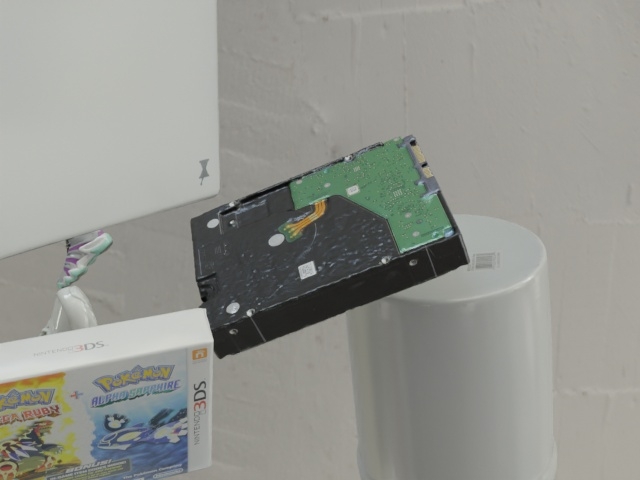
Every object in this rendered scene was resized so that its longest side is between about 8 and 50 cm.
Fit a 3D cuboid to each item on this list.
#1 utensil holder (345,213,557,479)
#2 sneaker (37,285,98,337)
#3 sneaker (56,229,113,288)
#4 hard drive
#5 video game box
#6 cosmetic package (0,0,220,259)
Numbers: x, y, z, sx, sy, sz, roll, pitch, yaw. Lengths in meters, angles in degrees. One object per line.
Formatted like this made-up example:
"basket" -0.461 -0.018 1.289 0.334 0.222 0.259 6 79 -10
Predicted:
"utensil holder" 0.199 0.191 1.318 0.328 0.327 0.385 -6 -66 6
"sneaker" -0.346 0.163 1.074 0.115 0.090 0.232 -5 -57 -32
"sneaker" -0.340 0.013 1.147 0.069 0.038 0.098 43 -101 -2
"hard drive" 0.000 0.000 1.103 0.339 0.236 0.064 -23 -49 5
"video game box" -0.195 0.151 0.725 0.205 0.048 0.187 -10 -48 -17
"cosmetic package" -0.194 -0.075 0.351 0.225 0.224 0.138 8 -74 24
